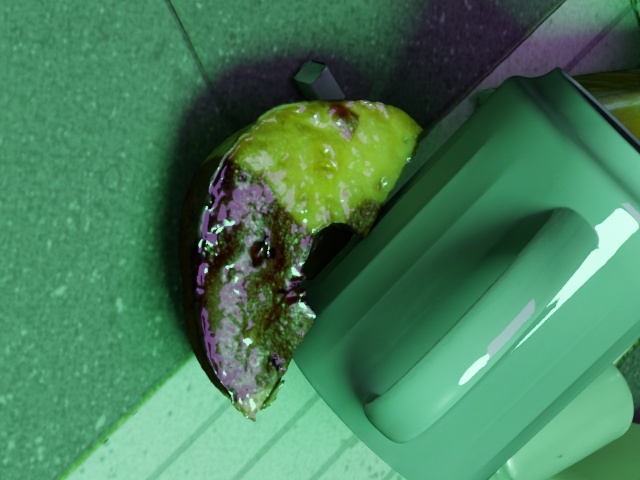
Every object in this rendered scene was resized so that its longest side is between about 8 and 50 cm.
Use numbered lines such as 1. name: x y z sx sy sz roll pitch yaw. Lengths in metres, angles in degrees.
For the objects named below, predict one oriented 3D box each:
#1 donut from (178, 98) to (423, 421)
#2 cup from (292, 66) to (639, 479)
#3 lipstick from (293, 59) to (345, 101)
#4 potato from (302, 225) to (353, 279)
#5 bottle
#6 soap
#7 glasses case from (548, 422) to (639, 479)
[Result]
1. donut: -0.056 -0.011 1.605 0.151 0.112 0.295 37 69 -24
2. cup: 0.150 0.038 1.606 0.237 0.323 0.327 45 102 -1
3. lipstick: 0.012 -0.114 1.709 0.025 0.025 0.107 -51 134 -21
4. potato: 0.000 0.000 1.711 0.083 0.040 0.051 -50 148 -14
5. bottle: 0.195 0.194 1.894 0.245 0.104 0.104 -22 114 -38
6. soap: 0.294 -0.121 1.876 0.257 0.160 0.080 -12 106 -42
7. glasses case: 0.387 0.275 1.929 0.144 0.336 0.076 -30 118 -33
